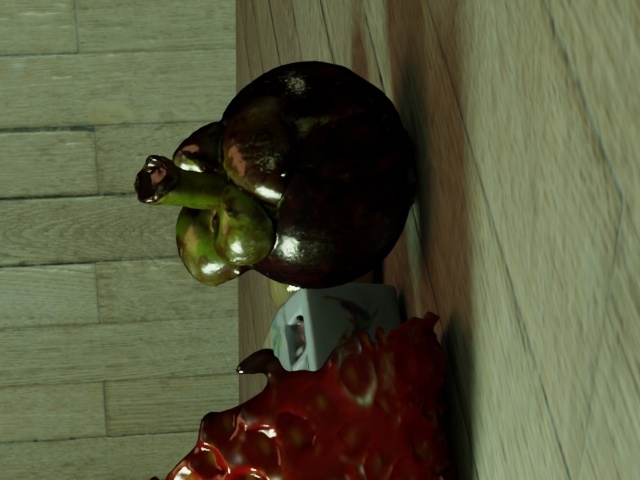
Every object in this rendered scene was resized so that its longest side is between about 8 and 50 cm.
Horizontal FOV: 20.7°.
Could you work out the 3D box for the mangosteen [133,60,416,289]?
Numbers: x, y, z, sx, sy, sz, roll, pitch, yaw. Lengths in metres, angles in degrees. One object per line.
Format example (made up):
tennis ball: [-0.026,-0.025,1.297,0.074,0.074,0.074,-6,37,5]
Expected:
mangosteen: [-0.023,-0.041,1.228,0.172,0.184,0.172,-21,-90,-85]

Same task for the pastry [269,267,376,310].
pastry: [0.000,0.000,1.475,0.156,0.092,0.156,-178,90,-89]

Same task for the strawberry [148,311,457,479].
strawberry: [0.018,0.164,1.098,0.178,0.234,0.234,57,165,15]

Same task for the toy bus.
toy bus: [0.026,0.193,1.277,0.136,0.109,0.329,115,153,-54]
